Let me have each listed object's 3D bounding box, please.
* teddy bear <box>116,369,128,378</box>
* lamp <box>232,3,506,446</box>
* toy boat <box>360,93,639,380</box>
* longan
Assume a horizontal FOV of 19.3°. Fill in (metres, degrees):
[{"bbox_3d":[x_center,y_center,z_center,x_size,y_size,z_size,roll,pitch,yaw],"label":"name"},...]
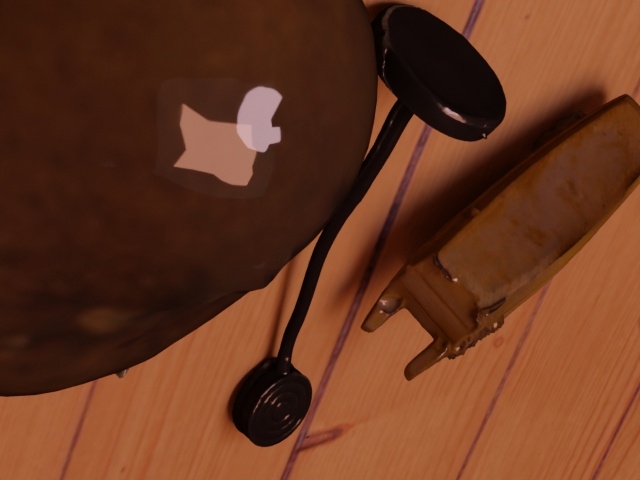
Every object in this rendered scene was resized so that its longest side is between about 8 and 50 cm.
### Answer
[{"bbox_3d":[-0.126,0.012,1.186,0.133,0.111,0.213,-1,124,-52],"label":"teddy bear"},{"bbox_3d":[0.027,0.018,1.361,0.130,0.108,0.371,-5,125,-51],"label":"lamp"},{"bbox_3d":[0.157,-0.007,1.491,0.310,0.089,0.115,-42,173,-28],"label":"toy boat"},{"bbox_3d":[-0.134,-0.073,0.935,0.319,0.319,0.319,-29,140,-28],"label":"longan"}]
